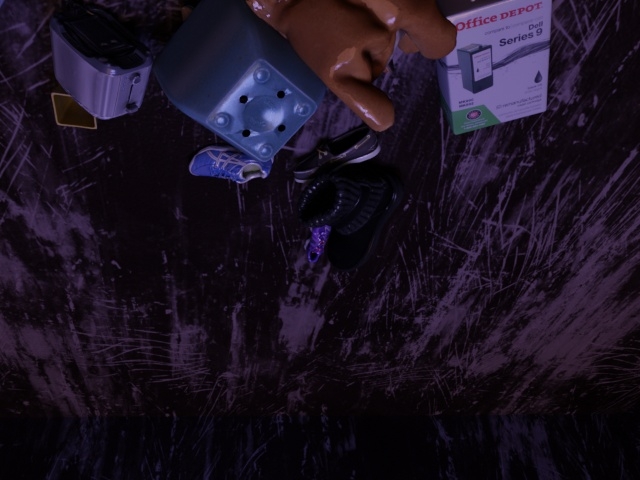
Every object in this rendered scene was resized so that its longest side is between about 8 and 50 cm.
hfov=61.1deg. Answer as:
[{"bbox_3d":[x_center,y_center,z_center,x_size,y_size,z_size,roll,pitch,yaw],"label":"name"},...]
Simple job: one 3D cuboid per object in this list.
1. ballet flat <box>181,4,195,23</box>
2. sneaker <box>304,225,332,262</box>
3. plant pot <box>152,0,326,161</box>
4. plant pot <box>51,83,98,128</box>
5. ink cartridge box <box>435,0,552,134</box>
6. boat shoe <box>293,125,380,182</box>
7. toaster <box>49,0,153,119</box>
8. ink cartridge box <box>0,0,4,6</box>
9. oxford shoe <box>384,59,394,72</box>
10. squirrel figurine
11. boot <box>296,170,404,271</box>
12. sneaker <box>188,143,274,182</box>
[{"bbox_3d":[-0.220,-0.378,1.107,0.067,0.073,0.206,-54,131,-10],"label":"ballet flat"},{"bbox_3d":[0.000,0.000,1.573,0.068,0.071,0.170,5,137,-13],"label":"sneaker"},{"bbox_3d":[-0.132,-0.293,1.011,0.247,0.252,0.248,-44,132,17],"label":"plant pot"},{"bbox_3d":[-0.516,-0.300,1.159,0.081,0.083,0.081,5,138,-11],"label":"plant pot"},{"bbox_3d":[0.353,-0.390,1.131,0.211,0.121,0.289,-14,138,8],"label":"ink cartridge box"},{"bbox_3d":[0.031,-0.214,1.331,0.228,0.081,0.069,-22,134,7],"label":"boat shoe"},{"bbox_3d":[-0.434,-0.344,1.053,0.227,0.129,0.146,41,137,10],"label":"toaster"},{"bbox_3d":[-0.622,-0.359,0.847,0.285,0.395,0.166,-33,134,28],"label":"ink cartridge box"},{"bbox_3d":[0.078,-0.422,1.108,0.076,0.076,0.212,-24,126,31],"label":"oxford shoe"},{"bbox_3d":[0.083,-0.455,0.872,0.397,0.281,0.370,38,111,-22],"label":"squirrel figurine"},{"bbox_3d":[0.043,-0.042,1.409,0.260,0.131,0.348,-12,138,-44],"label":"boot"},{"bbox_3d":[-0.220,-0.185,1.328,0.211,0.081,0.080,-7,141,3],"label":"sneaker"}]
